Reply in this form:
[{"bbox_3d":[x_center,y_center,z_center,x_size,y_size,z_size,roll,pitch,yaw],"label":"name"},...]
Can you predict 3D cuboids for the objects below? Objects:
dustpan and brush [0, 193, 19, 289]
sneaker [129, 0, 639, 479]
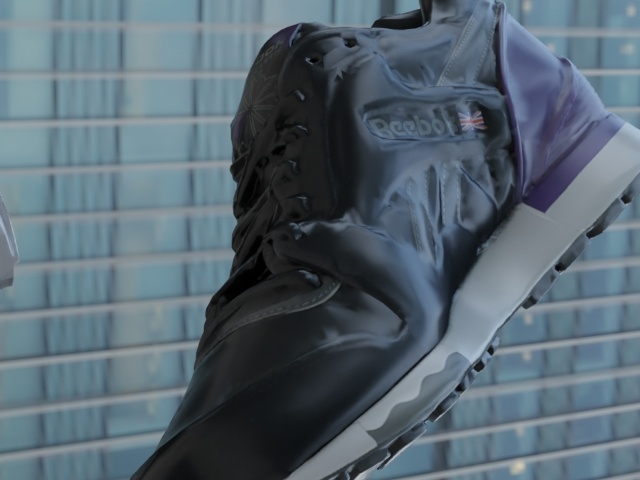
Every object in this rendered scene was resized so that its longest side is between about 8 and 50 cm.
[{"bbox_3d":[-0.221,-0.060,0.757,0.060,0.147,0.211,-136,-154,-72],"label":"dustpan and brush"},{"bbox_3d":[0.000,0.000,0.641,0.124,0.283,0.107,49,-51,-1],"label":"sneaker"}]
